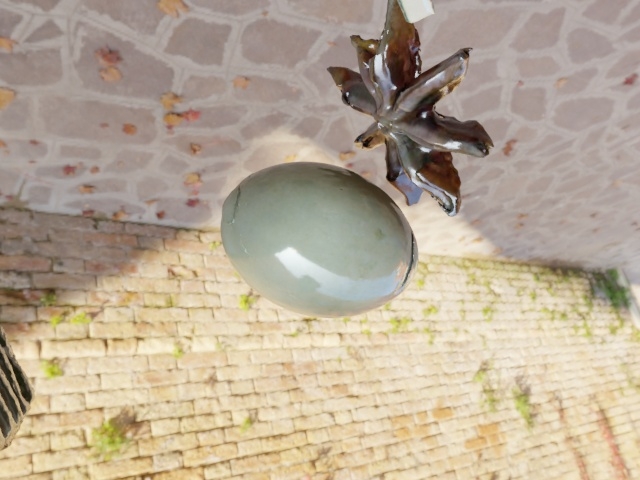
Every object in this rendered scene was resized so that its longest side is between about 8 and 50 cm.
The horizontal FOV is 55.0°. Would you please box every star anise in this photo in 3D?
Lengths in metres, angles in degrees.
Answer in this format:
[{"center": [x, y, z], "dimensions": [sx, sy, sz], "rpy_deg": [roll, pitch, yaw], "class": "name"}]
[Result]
[{"center": [0.103, -0.162, 0.761], "dimensions": [0.088, 0.288, 0.288], "rpy_deg": [-33, 166, -25], "class": "star anise"}]

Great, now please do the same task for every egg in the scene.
[{"center": [0.000, 0.000, 0.755], "dimensions": [0.253, 0.187, 0.186], "rpy_deg": [18, 149, -11], "class": "egg"}]

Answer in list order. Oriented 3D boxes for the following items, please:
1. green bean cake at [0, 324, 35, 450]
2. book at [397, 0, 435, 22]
[{"center": [-0.287, 0.130, 0.383], "dimensions": [0.183, 0.094, 0.185], "rpy_deg": [-27, -175, -18], "class": "green bean cake"}, {"center": [-0.012, -0.352, 0.357], "dimensions": [0.031, 0.380, 0.264], "rpy_deg": [-17, 163, 15], "class": "book"}]
